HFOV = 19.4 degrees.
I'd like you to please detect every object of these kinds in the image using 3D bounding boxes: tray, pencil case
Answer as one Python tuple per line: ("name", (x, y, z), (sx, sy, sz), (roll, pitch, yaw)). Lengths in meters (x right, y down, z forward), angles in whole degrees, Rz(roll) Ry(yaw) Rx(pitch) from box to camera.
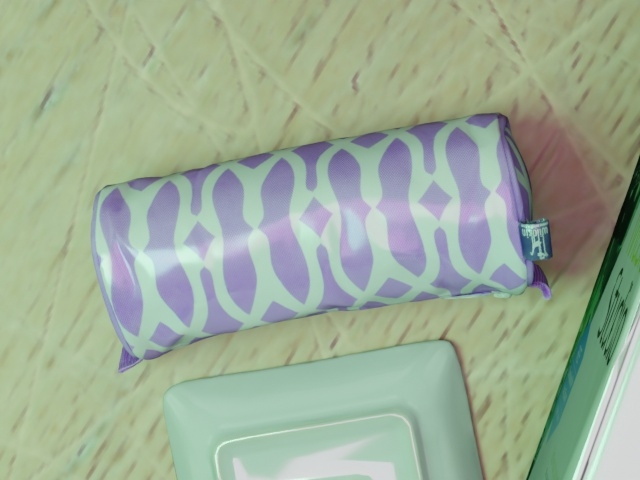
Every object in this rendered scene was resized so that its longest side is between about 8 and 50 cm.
("tray", (0.016, 0.190, 0.877), (0.145, 0.030, 0.270), (-10, 93, 8))
("pencil case", (0.000, 0.000, 0.842), (0.206, 0.086, 0.088), (-8, 120, 8))

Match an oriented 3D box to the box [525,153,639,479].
("box", (0.155, -0.017, 0.745), (0.059, 0.232, 0.322), (20, 95, 4))
